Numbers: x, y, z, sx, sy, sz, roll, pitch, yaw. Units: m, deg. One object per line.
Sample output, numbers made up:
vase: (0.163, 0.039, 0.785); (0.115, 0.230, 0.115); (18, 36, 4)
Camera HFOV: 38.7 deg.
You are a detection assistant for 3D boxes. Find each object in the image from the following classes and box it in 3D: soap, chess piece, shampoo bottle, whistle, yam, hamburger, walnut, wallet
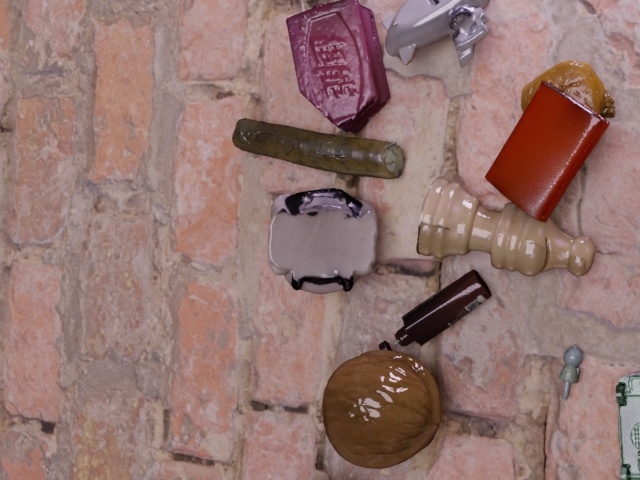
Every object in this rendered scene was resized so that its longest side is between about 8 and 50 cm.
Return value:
soap: (0.041, -0.335, 1.789); (0.162, 0.099, 0.249); (-15, 83, 18)
chess piece: (0.337, -0.012, 1.637); (0.307, 0.138, 0.124); (14, 137, 21)
shampoo bottle: (0.210, 0.144, 1.712); (0.236, 0.068, 0.067); (-36, 31, 17)
whistle: (0.442, 0.232, 1.617); (0.035, 0.035, 0.100); (12, 96, 26)
yam: (-0.012, -0.183, 1.824); (0.372, 0.083, 0.083); (12, 94, 27)
hamburger: (0.432, -0.239, 1.602); (0.147, 0.083, 0.138); (-29, 82, 26)
walnut: (0.115, 0.310, 1.674); (0.228, 0.228, 0.227); (0, 89, 26)
wallet: (0.384, -0.152, 1.564); (0.142, 0.045, 0.204); (43, 118, 30)

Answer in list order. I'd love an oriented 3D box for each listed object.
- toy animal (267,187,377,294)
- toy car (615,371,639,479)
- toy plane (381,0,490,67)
toy animal: (0.000, 0.000, 1.766); (0.208, 0.156, 0.204); (1, 92, -5)
toy car: (0.553, 0.334, 1.540); (0.090, 0.076, 0.224); (-5, 79, 27)
toy plane: (0.223, -0.421, 1.693); (0.245, 0.117, 0.244); (-13, 65, 30)
